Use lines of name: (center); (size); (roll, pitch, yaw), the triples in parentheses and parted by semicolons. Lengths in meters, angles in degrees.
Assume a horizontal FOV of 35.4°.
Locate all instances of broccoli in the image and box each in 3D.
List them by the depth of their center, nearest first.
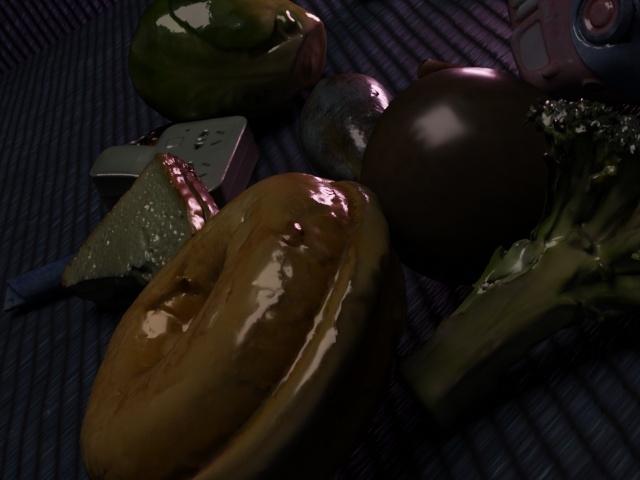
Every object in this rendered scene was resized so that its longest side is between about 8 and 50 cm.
broccoli: (0.240, 0.055, 0.972); (0.361, 0.252, 0.221); (-62, 17, 20)

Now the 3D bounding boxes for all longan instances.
longan: (0.174, -0.070, 1.137); (0.258, 0.258, 0.258); (-24, 30, 15)

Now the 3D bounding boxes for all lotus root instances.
lotus root: (0.054, -0.147, 1.471); (0.158, 0.140, 0.322); (-30, 31, 5)

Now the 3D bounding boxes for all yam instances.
yam: (0.230, -0.243, 1.539); (0.046, 0.046, 0.264); (-38, 29, -10)

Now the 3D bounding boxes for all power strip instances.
power strip: (-0.250, -0.094, 1.736); (0.261, 0.141, 0.229); (-5, 38, 17)

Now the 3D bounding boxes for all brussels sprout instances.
brussels sprout: (-0.168, -0.349, 1.856); (0.355, 0.281, 0.289); (6, 11, 18)

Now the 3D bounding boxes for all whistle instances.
whistle: (-0.424, 0.054, 1.713); (0.304, 0.062, 0.062); (-20, 31, 22)

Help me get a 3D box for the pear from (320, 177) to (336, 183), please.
pear: (0.000, 0.000, 1.281); (0.149, 0.162, 0.149); (-30, 17, 10)

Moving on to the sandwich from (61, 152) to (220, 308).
sandwich: (-0.262, 0.030, 1.506); (0.288, 0.100, 0.254); (-47, 44, 14)

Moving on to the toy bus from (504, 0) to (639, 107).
toy bus: (0.345, -0.293, 1.292); (0.232, 0.197, 0.294); (-27, 66, 49)

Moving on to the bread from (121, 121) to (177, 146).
bread: (-0.326, -0.159, 1.927); (0.139, 0.095, 0.269); (-9, 23, 33)

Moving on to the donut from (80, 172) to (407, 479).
donut: (-0.085, 0.124, 1.053); (0.449, 0.198, 0.449); (-44, 21, 22)
